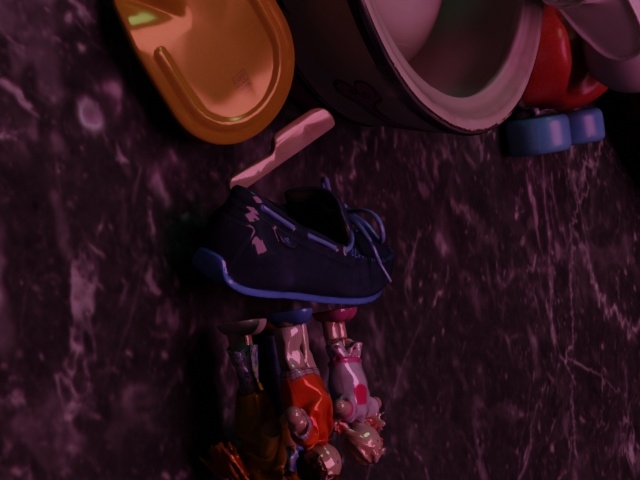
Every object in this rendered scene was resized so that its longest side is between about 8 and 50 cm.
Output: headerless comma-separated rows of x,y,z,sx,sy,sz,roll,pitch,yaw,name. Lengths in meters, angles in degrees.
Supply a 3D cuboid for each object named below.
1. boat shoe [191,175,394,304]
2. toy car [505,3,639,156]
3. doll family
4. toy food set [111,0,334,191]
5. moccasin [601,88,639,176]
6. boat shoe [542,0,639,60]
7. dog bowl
0.000,0.000,1.267,0.258,0.109,0.089,-2,115,-65,boat shoe
0.331,-0.220,1.736,0.210,0.238,0.219,-16,99,-58,toy car
-0.027,0.144,1.248,0.263,0.118,0.163,8,72,-76,doll family
-0.093,-0.146,1.212,0.128,0.071,0.218,-44,123,-24,toy food set
0.437,-0.206,2.022,0.380,0.139,0.147,51,53,-29,moccasin
0.227,-0.258,1.434,0.277,0.098,0.096,50,45,-30,boat shoe
0.053,-0.287,1.381,0.408,0.150,0.408,16,71,-57,dog bowl
